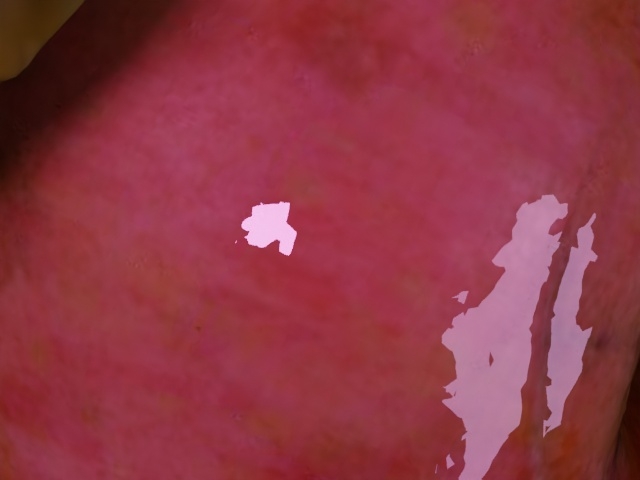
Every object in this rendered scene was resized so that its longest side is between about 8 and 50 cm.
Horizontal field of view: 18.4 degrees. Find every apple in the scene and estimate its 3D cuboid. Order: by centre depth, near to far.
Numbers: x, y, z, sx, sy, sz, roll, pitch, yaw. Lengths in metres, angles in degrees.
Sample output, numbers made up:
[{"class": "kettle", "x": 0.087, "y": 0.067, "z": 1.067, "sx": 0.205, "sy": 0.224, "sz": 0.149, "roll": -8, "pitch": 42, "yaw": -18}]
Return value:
[{"class": "apple", "x": 0.000, "y": 0.000, "z": 0.728, "sx": 0.364, "sy": 0.364, "sz": 0.364, "roll": -33, "pitch": 136, "yaw": -39}]

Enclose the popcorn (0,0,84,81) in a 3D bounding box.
[{"class": "popcorn", "x": -0.159, "y": -0.145, "z": 0.514, "sx": 0.252, "sy": 0.215, "sz": 0.286, "roll": 49, "pitch": 66, "yaw": -21}]
